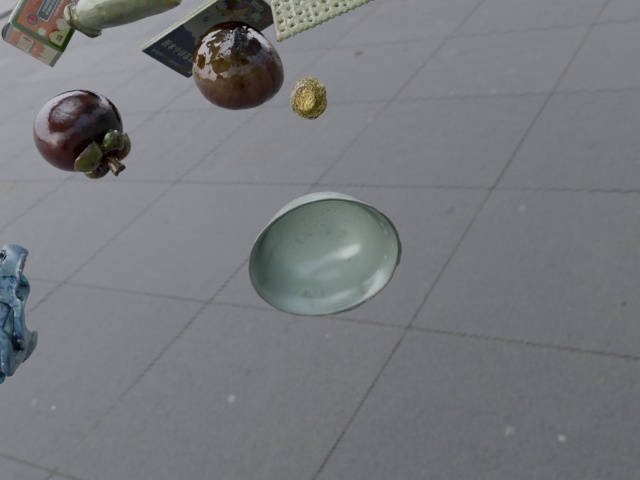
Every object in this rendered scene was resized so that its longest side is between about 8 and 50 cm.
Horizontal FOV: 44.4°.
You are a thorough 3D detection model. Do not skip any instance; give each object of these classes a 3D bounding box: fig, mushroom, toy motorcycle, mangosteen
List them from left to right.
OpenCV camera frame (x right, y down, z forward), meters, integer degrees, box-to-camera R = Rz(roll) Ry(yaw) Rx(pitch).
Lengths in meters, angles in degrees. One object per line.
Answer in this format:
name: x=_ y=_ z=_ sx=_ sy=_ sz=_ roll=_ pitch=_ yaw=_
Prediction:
toy motorcycle: x=-0.524 y=0.122 z=1.255 sx=0.154 sy=0.206 sz=0.260 roll=18 pitch=24 yaw=-19
mangosteen: x=-0.464 y=-0.203 z=1.549 sx=0.200 sy=0.200 sz=0.200 roll=-14 pitch=30 yaw=8
mushroom: x=-0.433 y=-0.513 z=1.700 sx=0.312 sy=0.081 sz=0.100 roll=-6 pitch=-13 yaw=35
fig: x=-0.203 y=-0.439 z=1.948 sx=0.235 sy=0.214 sz=0.235 roll=10 pitch=29 yaw=-6

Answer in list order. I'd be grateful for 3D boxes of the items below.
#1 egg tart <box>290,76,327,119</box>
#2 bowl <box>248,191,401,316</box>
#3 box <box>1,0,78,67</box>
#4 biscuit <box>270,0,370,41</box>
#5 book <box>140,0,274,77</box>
egg tart: x=-0.038 y=-0.428 z=2.345 sx=0.130 sy=0.130 sz=0.052 roll=-4 pitch=4 yaw=25
bowl: x=0.000 y=0.000 z=1.614 sx=0.313 sy=0.313 sz=0.146 roll=-17 pitch=40 yaw=3
box: x=-0.672 y=-0.561 z=1.933 sx=0.177 sy=0.148 sz=0.195 roll=-1 pitch=63 yaw=64
biscuit: x=0.009 y=-0.487 z=1.572 sx=0.231 sy=0.016 sz=0.139 roll=-21 pitch=53 yaw=13
book: x=-0.278 y=-0.541 z=2.040 sx=0.322 sy=0.228 sz=0.018 roll=-29 pitch=72 yaw=17
